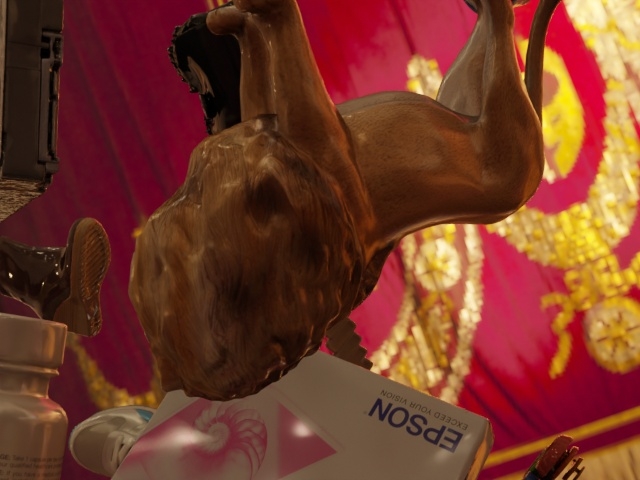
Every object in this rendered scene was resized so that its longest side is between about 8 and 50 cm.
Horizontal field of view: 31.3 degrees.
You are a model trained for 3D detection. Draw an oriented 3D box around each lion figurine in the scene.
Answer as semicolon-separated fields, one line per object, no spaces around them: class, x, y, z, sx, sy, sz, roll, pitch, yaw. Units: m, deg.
lion figurine;0.049;-0.053;0.761;0.392;0.240;0.142;-15;5;-24

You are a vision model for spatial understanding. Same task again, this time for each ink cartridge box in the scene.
ink cartridge box;-0.045;0.263;1.117;0.324;0.330;0.071;19;-27;26

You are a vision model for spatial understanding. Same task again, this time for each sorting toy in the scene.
sorting toy;0.226;0.226;1.102;0.061;0.042;0.102;-47;-13;-21

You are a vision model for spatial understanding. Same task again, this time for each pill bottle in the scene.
pill bottle;-0.269;0.172;0.899;0.131;0.229;0.131;8;-8;1

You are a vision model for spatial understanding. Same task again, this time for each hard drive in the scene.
hard drive;-0.342;-0.145;1.196;0.064;0.237;0.339;4;-9;-28

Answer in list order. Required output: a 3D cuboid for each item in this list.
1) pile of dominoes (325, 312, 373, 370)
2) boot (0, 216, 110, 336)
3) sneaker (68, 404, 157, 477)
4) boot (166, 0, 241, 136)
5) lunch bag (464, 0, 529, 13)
pile of dominoes;-0.006;0.229;1.824;0.196;0.040;0.251;-37;-49;-17
boot;-0.452;0.037;1.882;0.090;0.206;0.248;-44;-28;-47
sneaker;-0.182;0.247;1.296;0.228;0.087;0.092;9;8;11
boot;-0.072;-0.113;1.058;0.094;0.207;0.246;-21;13;-3
lunch bag;0.253;-0.516;1.748;0.115;0.303;0.243;-25;-14;-29
